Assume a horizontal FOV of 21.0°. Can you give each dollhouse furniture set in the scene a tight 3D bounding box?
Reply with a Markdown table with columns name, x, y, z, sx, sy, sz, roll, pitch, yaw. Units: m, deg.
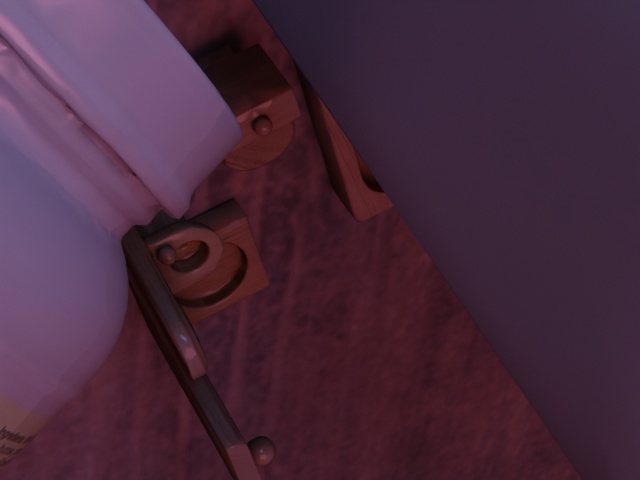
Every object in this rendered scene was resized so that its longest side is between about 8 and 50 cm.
| name | x | y | z | sx | sy | sz | roll | pitch | yaw |
| --- | --- | --- | --- | --- | --- | --- | --- | --- | --- |
| dollhouse furniture set | 0.000 | 0.000 | 0.703 | 0.151 | 0.123 | 0.144 | -27 | 139 | -8 |

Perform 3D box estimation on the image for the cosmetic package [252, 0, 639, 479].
| name | x | y | z | sx | sy | sz | roll | pitch | yaw |
| --- | --- | --- | --- | --- | --- | --- | --- | --- | --- |
| cosmetic package | 0.090 | -0.109 | 0.474 | 0.197 | 0.365 | 0.155 | -18 | 137 | -18 |

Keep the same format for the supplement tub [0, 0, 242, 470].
| name | x | y | z | sx | sy | sz | roll | pitch | yaw |
| --- | --- | --- | --- | --- | --- | --- | --- | --- | --- |
| supplement tub | -0.205 | 0.015 | 0.481 | 0.325 | 0.235 | 0.235 | -45 | 139 | -4 |
